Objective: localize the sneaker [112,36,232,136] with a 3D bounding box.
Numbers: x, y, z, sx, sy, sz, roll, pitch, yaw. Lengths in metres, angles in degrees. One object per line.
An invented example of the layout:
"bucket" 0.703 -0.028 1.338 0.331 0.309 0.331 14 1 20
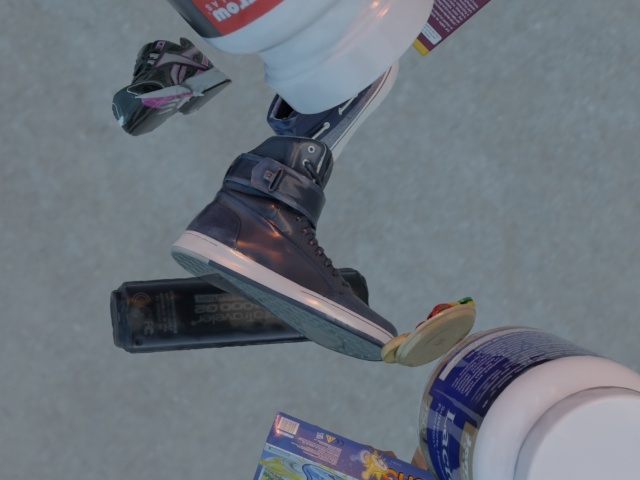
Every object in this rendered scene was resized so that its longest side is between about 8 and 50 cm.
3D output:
"sneaker" -0.164 -0.160 1.646 0.072 0.178 0.077 -39 87 24

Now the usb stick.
"usb stick" -0.080 0.073 1.723 0.045 0.278 0.077 154 111 -71

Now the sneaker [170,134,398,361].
"sneaker" -0.001 -0.001 1.507 0.226 0.163 0.086 29 159 11

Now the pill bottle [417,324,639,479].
"pill bottle" 0.169 0.150 1.179 0.153 0.153 0.264 53 175 -9

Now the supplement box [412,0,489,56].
"supplement box" 0.148 -0.317 1.877 0.188 0.081 0.104 -39 127 14

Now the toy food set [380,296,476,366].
"toy food set" 0.095 0.078 1.383 0.083 0.082 0.020 -48 62 28

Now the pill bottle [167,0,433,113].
"pill bottle" -0.073 -0.297 1.450 0.210 0.210 0.363 -20 123 43

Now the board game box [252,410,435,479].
"board game box" 0.041 0.227 1.486 0.201 0.035 0.136 21 153 3

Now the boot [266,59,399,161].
"boot" 0.015 -0.160 1.674 0.069 0.190 0.086 12 149 32

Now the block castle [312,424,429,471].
"block castle" 0.143 0.413 1.911 0.453 0.213 0.303 13 107 -18
